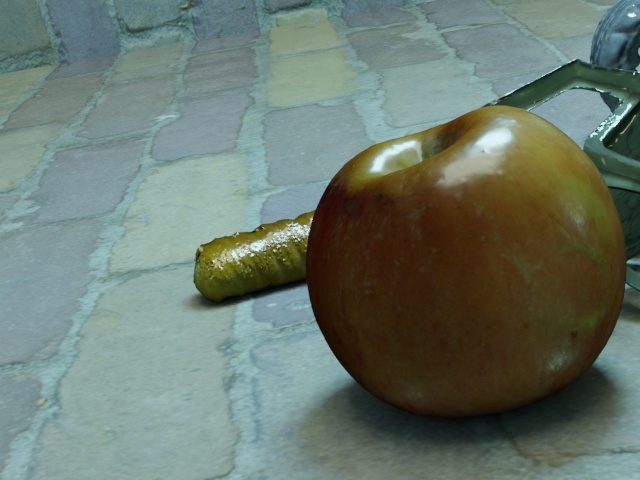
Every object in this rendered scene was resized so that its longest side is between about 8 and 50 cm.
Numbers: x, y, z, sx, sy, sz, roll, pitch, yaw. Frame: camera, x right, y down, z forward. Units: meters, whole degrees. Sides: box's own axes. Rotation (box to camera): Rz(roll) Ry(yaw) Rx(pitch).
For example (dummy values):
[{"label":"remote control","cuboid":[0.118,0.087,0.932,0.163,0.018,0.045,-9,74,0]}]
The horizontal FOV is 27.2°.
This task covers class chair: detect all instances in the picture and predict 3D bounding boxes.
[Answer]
[{"label":"chair","cuboid":[0.261,-0.039,1.189,0.190,0.203,0.275,-33,31,-28]}]

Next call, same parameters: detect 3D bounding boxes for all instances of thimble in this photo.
[{"label":"thimble","cuboid":[0.465,-0.232,1.685,0.236,0.205,0.172,-8,16,10]}]

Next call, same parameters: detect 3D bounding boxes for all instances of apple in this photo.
[{"label":"apple","cuboid":[0.111,0.012,1.045,0.254,0.253,0.253,-9,17,3]}]

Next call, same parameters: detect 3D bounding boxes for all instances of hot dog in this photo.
[{"label":"hot dog","cuboid":[0.000,0.000,1.424,0.289,0.068,0.083,-14,24,-17]}]
